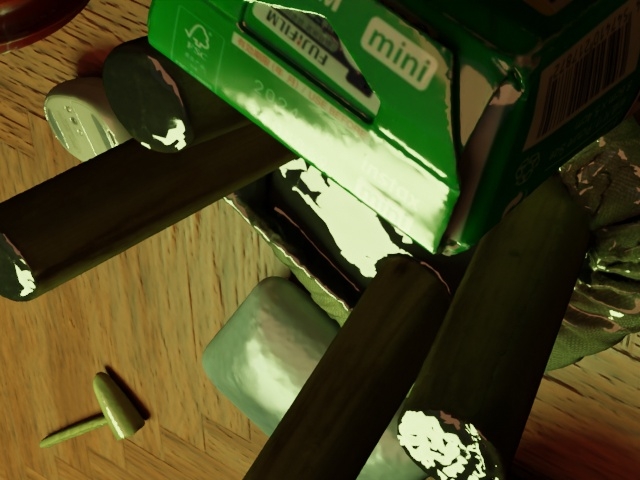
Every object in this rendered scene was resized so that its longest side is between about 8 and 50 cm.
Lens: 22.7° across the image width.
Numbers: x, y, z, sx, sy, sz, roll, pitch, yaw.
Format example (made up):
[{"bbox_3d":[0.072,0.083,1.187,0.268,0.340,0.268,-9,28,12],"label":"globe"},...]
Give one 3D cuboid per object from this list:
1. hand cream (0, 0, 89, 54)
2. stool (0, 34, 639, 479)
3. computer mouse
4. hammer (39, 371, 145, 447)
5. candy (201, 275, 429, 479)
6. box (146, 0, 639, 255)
[{"bbox_3d":[-0.218,-0.209,0.923,0.193,0.193,0.125,32,144,20],"label":"hand cream"},{"bbox_3d":[0.000,0.000,0.872,0.310,0.226,0.310,50,144,-2],"label":"stool"},{"bbox_3d":[-0.150,-0.084,1.104,0.096,0.039,0.066,12,132,49],"label":"computer mouse"},{"bbox_3d":[-0.220,0.160,1.426,0.060,0.028,0.195,57,145,-5],"label":"hammer"},{"bbox_3d":[0.003,0.110,1.105,0.174,0.071,0.138,43,144,2],"label":"candy"},{"bbox_3d":[0.067,-0.120,0.666,0.180,0.250,0.103,37,136,16],"label":"box"}]
